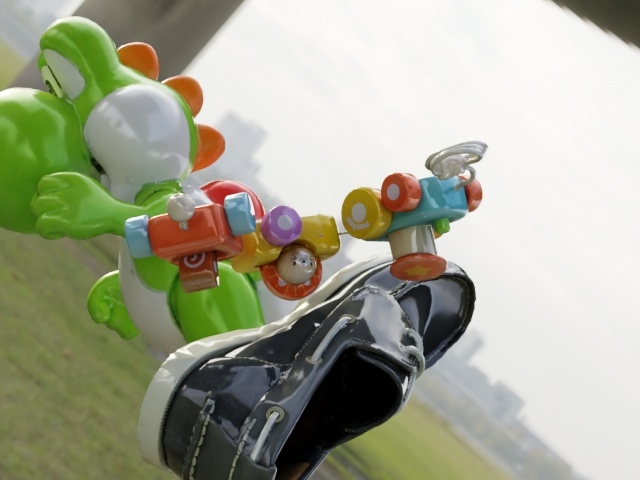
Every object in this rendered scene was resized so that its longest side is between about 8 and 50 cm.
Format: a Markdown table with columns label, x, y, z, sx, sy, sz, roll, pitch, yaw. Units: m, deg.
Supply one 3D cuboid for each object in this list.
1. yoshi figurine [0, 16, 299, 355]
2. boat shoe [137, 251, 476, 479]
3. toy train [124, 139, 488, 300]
| label | x | y | z | sx | sy | sz | roll | pitch | yaw |
| --- | --- | --- | --- | --- | --- | --- | --- | --- | --- |
| yoshi figurine | -0.152 | 0.009 | 1.143 | 0.203 | 0.203 | 0.362 | -16 | 72 | -54 |
| boat shoe | 0.015 | 0.068 | 0.747 | 0.079 | 0.084 | 0.233 | 17 | 26 | 33 |
| toy train | 0.000 | 0.000 | 0.700 | 0.125 | 0.166 | 0.046 | 64 | 14 | -79 |
